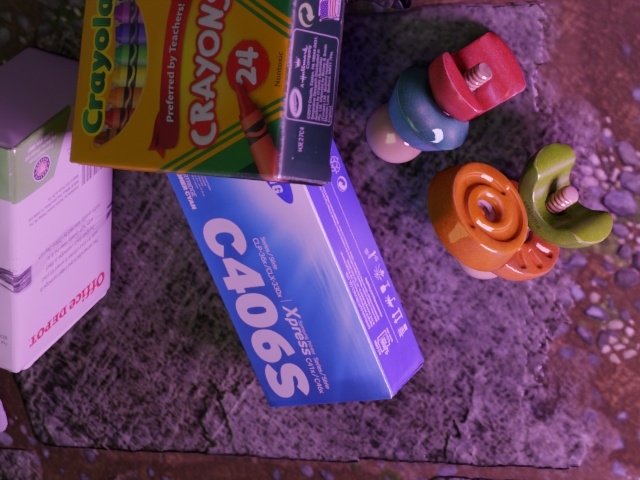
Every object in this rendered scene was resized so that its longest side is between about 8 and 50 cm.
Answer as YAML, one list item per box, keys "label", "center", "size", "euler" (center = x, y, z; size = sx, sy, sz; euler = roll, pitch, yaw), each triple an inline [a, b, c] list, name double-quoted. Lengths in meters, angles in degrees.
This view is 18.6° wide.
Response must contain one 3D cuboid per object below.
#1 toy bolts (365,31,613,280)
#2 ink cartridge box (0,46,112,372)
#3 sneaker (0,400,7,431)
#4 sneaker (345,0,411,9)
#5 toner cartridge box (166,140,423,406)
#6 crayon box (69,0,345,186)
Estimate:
- label: "toy bolts"
  center: [0.118, -0.055, 1.802]
  size: [0.158, 0.218, 0.228]
  euler: [-33, 81, 44]
- label: "ink cartridge box"
  center: [-0.310, -0.032, 2.031]
  size: [0.115, 0.198, 0.273]
  euler: [18, 124, 19]
- label: "sneaker"
  center: [-0.503, 0.250, 2.341]
  size: [0.210, 0.137, 0.365]
  euler: [23, 123, 19]
- label: "sneaker"
  center: [0.047, -0.238, 1.810]
  size: [0.089, 0.051, 0.170]
  euler: [45, 126, 4]
- label: "toner cartridge box"
  center: [-0.036, 0.000, 1.967]
  size: [0.165, 0.075, 0.347]
  euler: [-9, 112, 37]
- label: "crayon box"
  center: [-0.128, -0.161, 1.846]
  size: [0.318, 0.081, 0.202]
  euler: [5, 90, 39]
